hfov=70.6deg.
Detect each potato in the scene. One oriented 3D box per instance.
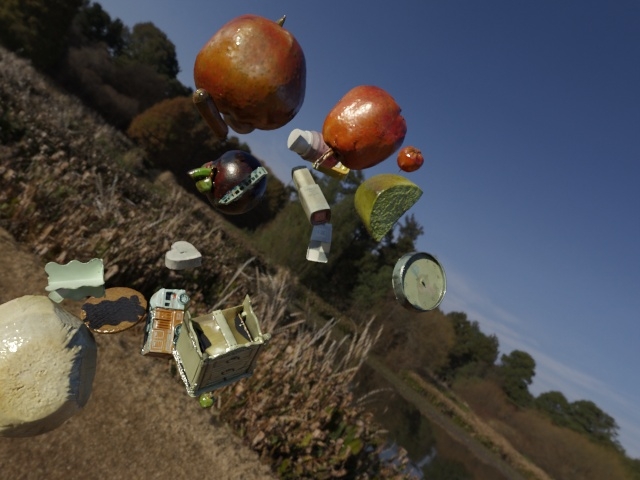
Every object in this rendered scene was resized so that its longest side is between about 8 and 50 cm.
[{"bbox_3d":[0.259,-0.214,2.114,0.212,0.330,0.280,48,-5,-39],"label":"potato"}]

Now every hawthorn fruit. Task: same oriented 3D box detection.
[{"bbox_3d":[0.094,-0.287,1.227,0.211,0.299,0.211,53,-10,13],"label":"hawthorn fruit"},{"bbox_3d":[-0.221,-0.601,1.584,0.403,0.402,0.403,38,-3,3],"label":"hawthorn fruit"},{"bbox_3d":[0.410,-0.373,2.107,0.125,0.140,0.125,50,8,-9],"label":"hawthorn fruit"}]

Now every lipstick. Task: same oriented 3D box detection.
[{"bbox_3d":[-0.040,-0.167,1.614,0.077,0.079,0.252,93,-22,-49],"label":"lipstick"}]

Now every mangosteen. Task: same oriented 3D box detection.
[{"bbox_3d":[-0.423,-0.286,2.103,0.360,0.306,0.306,32,0,-29],"label":"mangosteen"}]

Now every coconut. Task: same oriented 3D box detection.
[{"bbox_3d":[-0.855,0.360,1.346,0.345,0.415,0.415,20,8,-34],"label":"coconut"}]

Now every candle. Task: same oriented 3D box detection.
[{"bbox_3d":[-0.676,0.079,2.254,0.169,0.068,0.192,15,29,-2],"label":"candle"}]

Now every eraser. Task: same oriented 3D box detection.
[{"bbox_3d":[0.000,0.000,2.120,0.097,0.098,0.404,10,14,0],"label":"eraser"}]

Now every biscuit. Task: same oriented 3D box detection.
[{"bbox_3d":[-0.875,0.299,1.924,0.262,0.262,0.037,37,-46,30],"label":"biscuit"}]

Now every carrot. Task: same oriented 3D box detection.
[{"bbox_3d":[-0.343,-0.393,1.421,0.060,0.060,0.186,36,-19,34],"label":"carrot"}]

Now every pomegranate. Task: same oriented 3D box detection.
[{"bbox_3d":[-0.538,0.751,2.138,0.073,0.073,0.084,34,-49,51],"label":"pomegranate"}]

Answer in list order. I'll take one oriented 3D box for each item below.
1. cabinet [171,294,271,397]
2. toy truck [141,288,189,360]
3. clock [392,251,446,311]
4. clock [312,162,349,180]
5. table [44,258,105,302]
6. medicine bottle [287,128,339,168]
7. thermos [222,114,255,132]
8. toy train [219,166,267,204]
[{"bbox_3d":[-0.397,0.419,1.806,0.290,0.318,0.227,-11,55,-35],"label":"cabinet"},{"bbox_3d":[-0.693,0.365,2.008,0.162,0.305,0.136,17,-31,-35],"label":"toy truck"},{"bbox_3d":[0.446,0.183,2.016,0.281,0.280,0.055,40,-24,-19],"label":"clock"},{"bbox_3d":[0.067,-0.427,2.463,0.202,0.143,0.096,22,-23,-1],"label":"clock"},{"bbox_3d":[-0.945,0.156,1.748,0.199,0.166,0.166,-5,19,-26],"label":"table"},{"bbox_3d":[-0.024,-0.428,2.088,0.247,0.147,0.147,13,13,-38],"label":"medicine bottle"},{"bbox_3d":[-0.344,-0.558,1.934,0.265,0.177,0.145,-49,114,-88],"label":"thermos"},{"bbox_3d":[-0.279,-0.188,1.613,0.047,0.208,0.043,54,18,-2],"label":"toy train"}]
